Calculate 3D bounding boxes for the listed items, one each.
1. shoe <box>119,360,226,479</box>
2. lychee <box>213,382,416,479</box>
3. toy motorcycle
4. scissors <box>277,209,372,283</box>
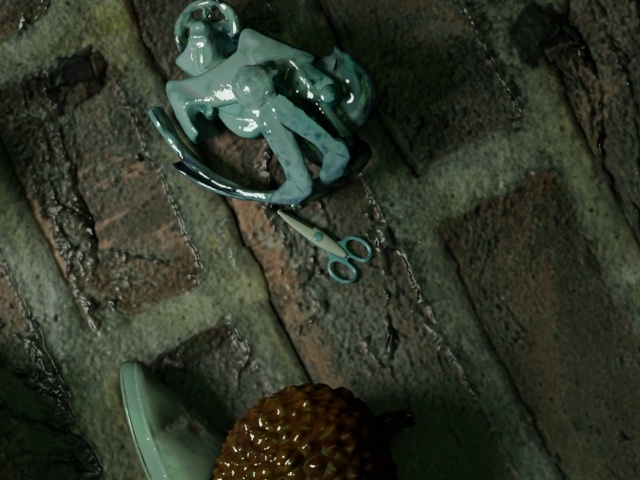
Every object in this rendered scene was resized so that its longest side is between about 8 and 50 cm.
[{"bbox_3d":[-0.143,0.238,1.695,0.100,0.103,0.251,-21,84,-4],"label":"shoe"},{"bbox_3d":[-0.005,0.239,1.647,0.238,0.200,0.200,-32,80,-14],"label":"lychee"},{"bbox_3d":[-0.069,-0.145,1.763,0.260,0.154,0.206,24,101,14],"label":"toy motorcycle"},{"bbox_3d":[0.000,0.000,1.789,0.119,0.014,0.058,33,77,4],"label":"scissors"}]
